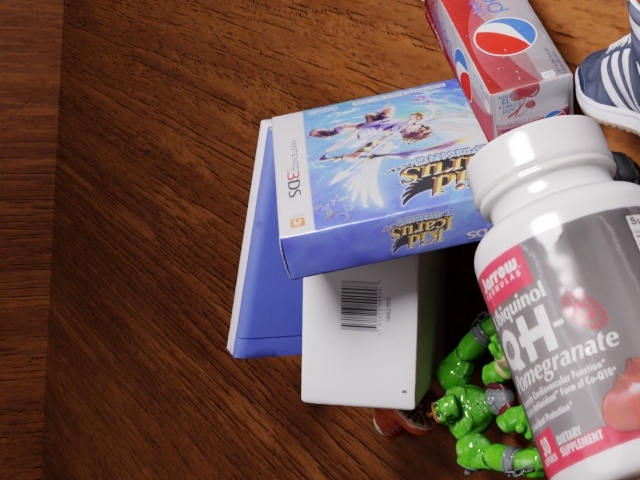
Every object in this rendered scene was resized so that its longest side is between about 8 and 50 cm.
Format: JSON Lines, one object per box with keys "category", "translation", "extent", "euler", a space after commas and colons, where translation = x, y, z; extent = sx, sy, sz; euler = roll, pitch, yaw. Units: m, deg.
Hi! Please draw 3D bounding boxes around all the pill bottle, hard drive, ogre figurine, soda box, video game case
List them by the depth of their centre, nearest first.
{"category": "pill bottle", "translation": [0.238, 0.058, 1.132], "extent": [0.176, 0.176, 0.318], "euler": [-48, 54, 53]}
{"category": "soda box", "translation": [0.185, -0.211, 1.390], "extent": [0.263, 0.092, 0.083], "euler": [-107, 3, -46]}
{"category": "video game case", "translation": [0.085, -0.078, 1.397], "extent": [0.244, 0.269, 0.061], "euler": [-97, -7, -53]}
{"category": "ogre figurine", "translation": [0.191, 0.187, 1.477], "extent": [0.118, 0.097, 0.197], "euler": [-34, 76, 38]}
{"category": "hard drive", "translation": [0.000, 0.000, 1.691], "extent": [0.040, 0.210, 0.319], "euler": [44, 129, 54]}

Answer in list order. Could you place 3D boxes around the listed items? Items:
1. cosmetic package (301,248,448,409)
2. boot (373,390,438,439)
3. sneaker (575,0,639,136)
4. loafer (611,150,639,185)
{"category": "cosmetic package", "translation": [0.069, 0.064, 1.532], "extent": [0.224, 0.138, 0.224], "euler": [-17, -71, -74]}
{"category": "boot", "translation": [0.109, 0.228, 1.674], "extent": [0.158, 0.059, 0.085], "euler": [-138, 49, -65]}
{"category": "sneaker", "translation": [0.297, -0.172, 1.151], "extent": [0.282, 0.099, 0.153], "euler": [-117, 12, -66]}
{"category": "loafer", "translation": [0.256, 0.002, 1.345], "extent": [0.076, 0.078, 0.223], "euler": [60, 142, 43]}
